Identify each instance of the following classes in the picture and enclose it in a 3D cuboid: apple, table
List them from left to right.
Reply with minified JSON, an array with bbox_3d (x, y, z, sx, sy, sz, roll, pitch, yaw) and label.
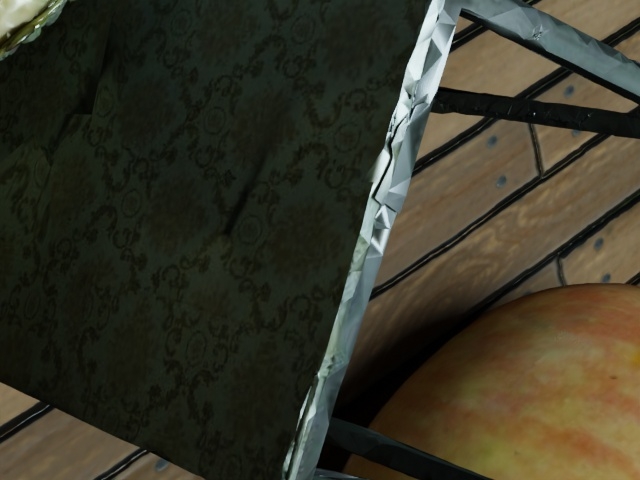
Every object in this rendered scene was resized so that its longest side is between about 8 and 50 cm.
[{"bbox_3d":[0.000,0.000,0.801,0.272,0.335,0.222,17,89,-42],"label":"table"},{"bbox_3d":[0.193,0.218,1.009,0.391,0.346,0.391,-17,117,-38],"label":"apple"}]

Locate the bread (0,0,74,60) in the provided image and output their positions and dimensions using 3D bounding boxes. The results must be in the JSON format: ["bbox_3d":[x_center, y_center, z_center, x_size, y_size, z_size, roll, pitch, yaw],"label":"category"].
[{"bbox_3d":[-0.228,-0.105,0.705,0.261,0.158,0.156,-4,92,-24],"label":"bread"}]
